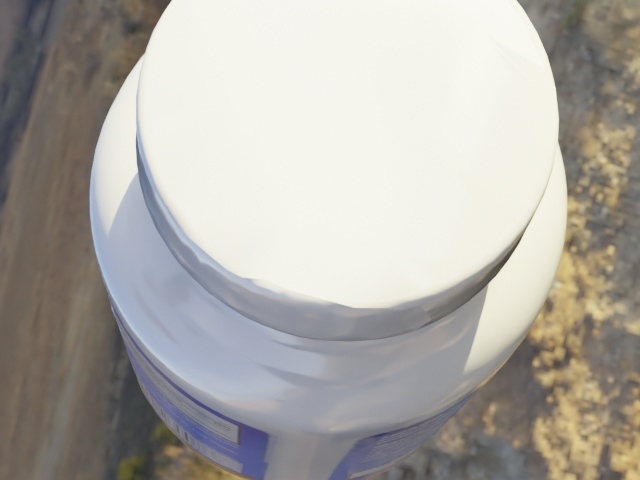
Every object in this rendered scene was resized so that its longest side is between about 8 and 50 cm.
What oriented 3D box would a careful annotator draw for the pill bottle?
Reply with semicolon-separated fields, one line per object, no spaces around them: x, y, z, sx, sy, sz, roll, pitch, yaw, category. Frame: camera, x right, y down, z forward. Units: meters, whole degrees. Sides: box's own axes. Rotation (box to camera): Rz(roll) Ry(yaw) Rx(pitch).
0.000;0.000;0.493;0.272;0.152;0.152;104;177;-73;pill bottle
